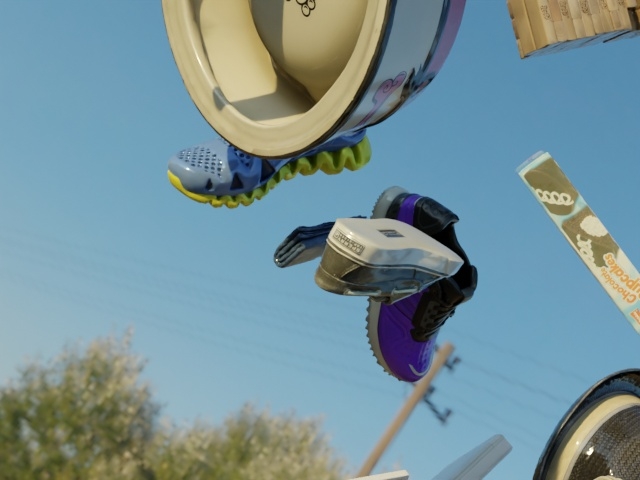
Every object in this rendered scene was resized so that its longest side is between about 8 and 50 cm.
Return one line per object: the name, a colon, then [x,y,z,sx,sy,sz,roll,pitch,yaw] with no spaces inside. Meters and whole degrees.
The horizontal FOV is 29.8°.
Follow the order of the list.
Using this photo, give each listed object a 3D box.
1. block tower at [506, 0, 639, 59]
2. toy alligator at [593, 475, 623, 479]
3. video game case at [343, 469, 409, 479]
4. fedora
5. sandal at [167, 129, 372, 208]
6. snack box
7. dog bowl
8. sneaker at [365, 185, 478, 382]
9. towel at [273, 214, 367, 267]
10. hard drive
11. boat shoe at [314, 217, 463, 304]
block tower: [0.418,-0.334,1.709,0.091,0.336,0.097,-16,-93,63]
toy alligator: [0.116,0.200,0.805,0.051,0.056,0.190,8,-35,-45]
video game case: [0.051,0.322,1.397,0.011,0.087,0.122,48,-47,49]
fedora: [0.450,0.344,1.714,0.152,0.334,0.334,22,-21,43]
sandal: [-0.066,-0.142,1.609,0.126,0.317,0.138,38,-43,36]
snack box: [0.419,0.005,1.858,0.322,0.060,0.187,53,9,0]
dog bowl: [-0.007,-0.296,1.296,0.150,0.407,0.408,-8,12,-39]
sneaker: [0.148,0.078,1.668,0.146,0.102,0.293,15,-60,39]
towel: [0.000,0.000,1.441,0.067,0.119,0.029,-41,-108,41]
hard drive: [0.156,0.435,1.908,0.040,0.307,0.203,51,-34,8]
boat shoe: [0.065,0.023,1.190,0.078,0.070,0.219,37,17,31]
